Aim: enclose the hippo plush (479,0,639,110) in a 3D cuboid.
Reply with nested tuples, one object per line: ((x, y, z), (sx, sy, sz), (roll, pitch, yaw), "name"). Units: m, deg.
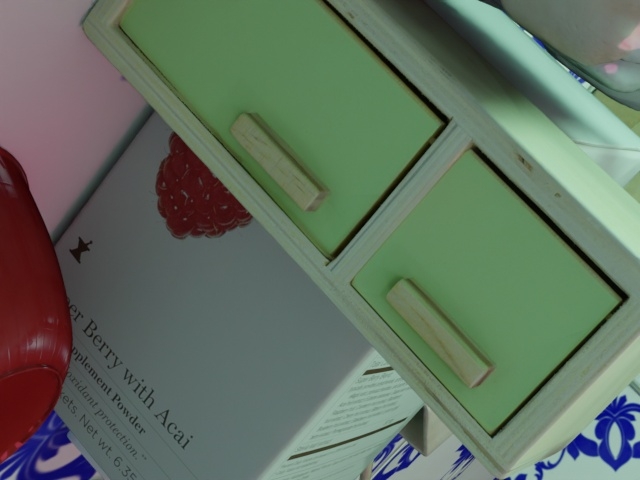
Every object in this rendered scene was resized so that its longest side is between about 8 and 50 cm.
((0.158, -0.180, 0.579), (0.236, 0.294, 0.234), (-55, -179, 10), "hippo plush")

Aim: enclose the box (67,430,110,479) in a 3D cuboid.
((-0.019, 0.065, 1.048), (0.232, 0.058, 0.322), (-50, 159, 18), "box")

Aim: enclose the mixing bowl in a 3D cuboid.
((-0.181, 0.053, 0.628), (0.181, 0.098, 0.181), (-37, 160, -17), "mixing bowl")

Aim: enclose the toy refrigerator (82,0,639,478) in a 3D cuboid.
((0.027, -0.037, 0.587), (0.102, 0.269, 0.094), (-49, 161, 19), "toy refrigerator")

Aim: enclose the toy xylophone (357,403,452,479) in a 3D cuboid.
((0.106, 0.155, 1.456), (0.236, 0.081, 0.322), (-37, 160, -19), "toy xylophone")

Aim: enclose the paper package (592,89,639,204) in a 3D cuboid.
((0.331, -0.046, 1.350), (0.309, 0.168, 0.325), (-41, 162, -3), "paper package")

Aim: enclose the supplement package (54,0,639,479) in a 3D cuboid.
((0.000, 0.000, 0.755), (0.293, 0.177, 0.175), (-51, 160, 20), "supplement package")
